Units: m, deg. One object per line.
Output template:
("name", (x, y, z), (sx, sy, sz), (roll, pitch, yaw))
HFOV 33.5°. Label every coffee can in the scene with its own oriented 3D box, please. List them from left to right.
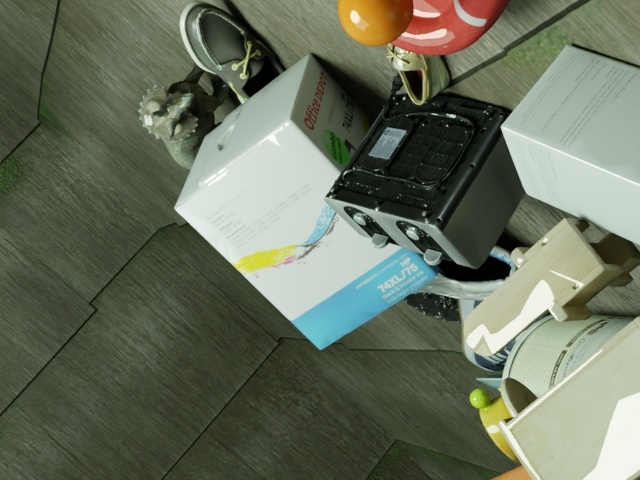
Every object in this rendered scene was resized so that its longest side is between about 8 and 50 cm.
("coffee can", (0.363, 0.187, 1.241), (0.201, 0.201, 0.275), (43, 167, -13))

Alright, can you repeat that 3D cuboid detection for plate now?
("plate", (0.316, 0.198, 1.516), (0.188, 0.188, 0.024), (156, 109, -75))

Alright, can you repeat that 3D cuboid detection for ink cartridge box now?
("ink cartridge box", (-0.008, -0.049, 1.341), (0.270, 0.197, 0.198), (45, -152, -21))

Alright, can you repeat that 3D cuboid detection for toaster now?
("toaster", (0.122, -0.072, 1.154), (0.168, 0.186, 0.110), (16, 156, 42))

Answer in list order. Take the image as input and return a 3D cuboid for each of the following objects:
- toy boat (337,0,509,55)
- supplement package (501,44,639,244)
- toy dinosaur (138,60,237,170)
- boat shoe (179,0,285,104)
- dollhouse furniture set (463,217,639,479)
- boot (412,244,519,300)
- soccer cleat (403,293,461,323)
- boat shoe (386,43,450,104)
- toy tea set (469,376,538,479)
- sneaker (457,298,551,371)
("toy boat", (0.071, -0.216, 0.848), (0.151, 0.151, 0.231), (39, 166, 7))
("supplement package", (0.262, -0.072, 0.895), (0.179, 0.105, 0.105), (30, 163, 38))
("toy dinosaur", (-0.195, -0.181, 1.658), (0.121, 0.160, 0.313), (36, 165, 19))
("boat shoe", (-0.098, -0.234, 1.414), (0.068, 0.081, 0.228), (24, 166, 42))
("dollhouse furniture set", (0.337, 0.146, 1.039), (0.355, 0.174, 0.303), (2, -131, -52))
("boot", (0.158, 0.024, 1.400), (0.258, 0.095, 0.123), (9, 168, 30))
("soccer cleat", (0.121, 0.009, 1.588), (0.318, 0.116, 0.108), (30, 129, -13))
("boat shoe", (0.094, -0.191, 1.091), (0.050, 0.045, 0.135), (27, 162, 42))
("toy tea set", (0.248, 0.304, 1.074), (0.336, 0.124, 0.200), (44, -159, -17))
("sneaker", (0.287, 0.143, 1.527), (0.153, 0.099, 0.282), (34, 162, 31))
